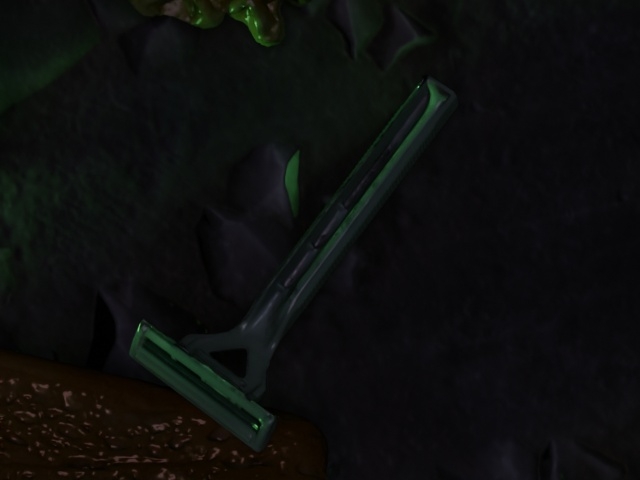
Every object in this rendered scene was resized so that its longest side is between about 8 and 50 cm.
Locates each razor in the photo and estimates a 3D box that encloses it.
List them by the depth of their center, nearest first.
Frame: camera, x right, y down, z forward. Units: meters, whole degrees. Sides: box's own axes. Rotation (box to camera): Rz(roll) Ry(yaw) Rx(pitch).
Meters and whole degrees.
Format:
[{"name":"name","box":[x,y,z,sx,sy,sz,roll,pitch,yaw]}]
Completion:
[{"name":"razor","box":[0.001,0.003,1.121,0.111,0.056,0.278,35,74,15]}]

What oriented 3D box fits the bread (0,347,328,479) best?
[{"name":"bread","box":[-0.187,0.169,1.092,0.380,0.109,0.185,13,58,-1]}]

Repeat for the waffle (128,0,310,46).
[{"name":"waffle","box":[-0.071,-0.254,1.126,0.204,0.054,0.223,17,94,-2]}]
